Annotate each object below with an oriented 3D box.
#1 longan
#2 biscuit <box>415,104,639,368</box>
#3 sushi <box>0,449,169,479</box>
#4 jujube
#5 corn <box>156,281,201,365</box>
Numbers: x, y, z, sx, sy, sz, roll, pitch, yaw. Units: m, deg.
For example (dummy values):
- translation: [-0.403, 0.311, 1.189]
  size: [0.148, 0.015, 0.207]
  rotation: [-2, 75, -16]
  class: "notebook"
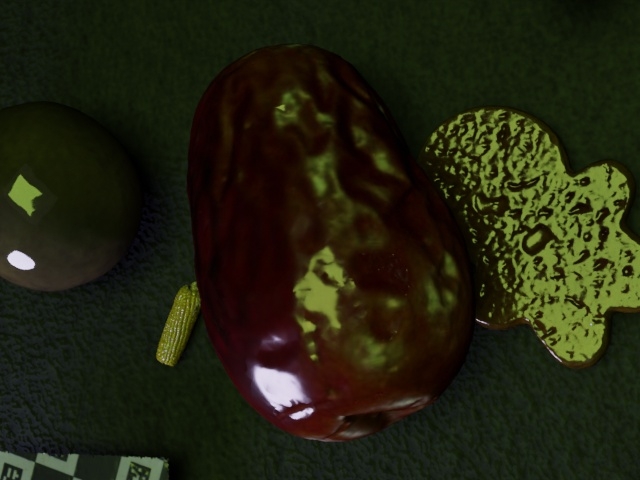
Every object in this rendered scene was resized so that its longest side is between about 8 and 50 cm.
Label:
- translation: [-0.252, -0.042, 1.079]
  size: [0.187, 0.167, 0.167]
  rotation: [35, 99, 39]
  class: "longan"
- translation: [0.177, -0.011, 0.988]
  size: [0.180, 0.039, 0.236]
  rotation: [-45, 75, 16]
  class: "biscuit"
- translation: [-0.219, 0.336, 1.106]
  size: [0.192, 0.043, 0.279]
  rotation: [-1, 87, 19]
  class: "sushi"
- translation: [0.000, 0.000, 0.964]
  size: [0.223, 0.223, 0.318]
  rotation: [-23, 71, 17]
  class: "jujube"
- translation: [-0.128, 0.076, 1.096]
  size: [0.028, 0.027, 0.083]
  rotation: [23, 97, 16]
  class: "corn"
